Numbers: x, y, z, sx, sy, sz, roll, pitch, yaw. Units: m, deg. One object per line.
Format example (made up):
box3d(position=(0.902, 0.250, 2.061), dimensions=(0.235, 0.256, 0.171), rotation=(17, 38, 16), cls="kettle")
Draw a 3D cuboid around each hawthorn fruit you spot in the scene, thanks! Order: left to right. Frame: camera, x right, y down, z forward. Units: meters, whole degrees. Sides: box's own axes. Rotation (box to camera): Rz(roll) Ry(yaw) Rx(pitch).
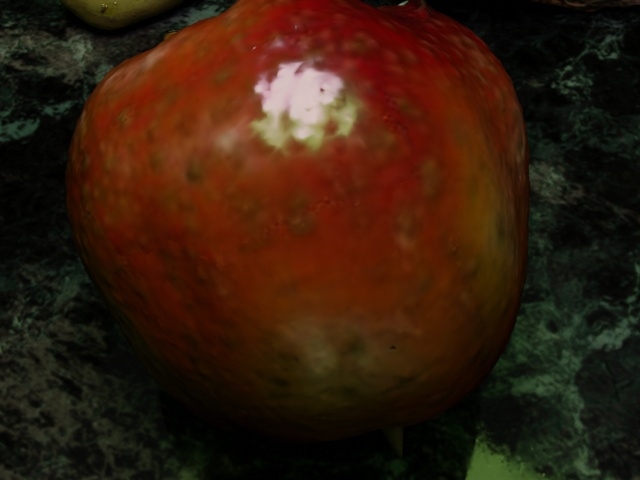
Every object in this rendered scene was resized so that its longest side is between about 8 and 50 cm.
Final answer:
box3d(position=(0.000, 0.000, 0.808), dimensions=(0.402, 0.403, 0.403), rotation=(-1, 59, 2), cls="hawthorn fruit")

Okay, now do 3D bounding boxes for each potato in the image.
box3d(position=(-0.226, -0.316, 1.154), dimensions=(0.188, 0.085, 0.105), rotation=(-19, 99, -8), cls="potato")

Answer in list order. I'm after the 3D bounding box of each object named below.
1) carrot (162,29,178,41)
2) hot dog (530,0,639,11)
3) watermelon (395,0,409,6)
box3d(position=(-0.169, -0.175, 1.088), dimensions=(0.048, 0.048, 0.139), rotation=(4, 60, 5), cls="carrot")
box3d(position=(0.246, -0.484, 1.096), dimensions=(0.367, 0.196, 0.365), rotation=(9, 70, -19), cls="hot dog")
box3d(position=(0.027, -0.147, 1.027), dimensions=(0.241, 0.154, 0.094), rotation=(-27, 61, 1), cls="watermelon")
